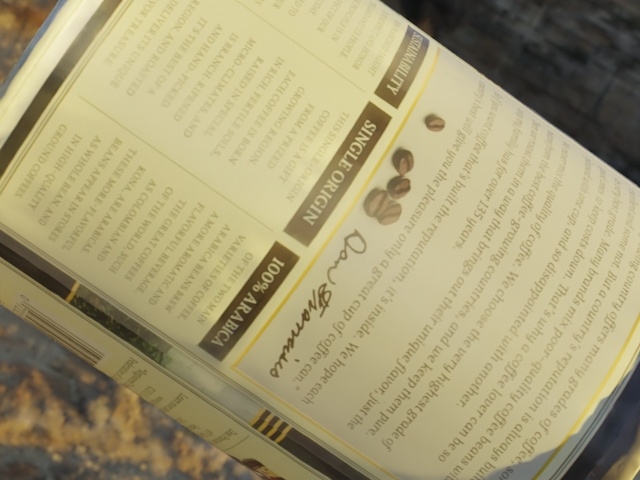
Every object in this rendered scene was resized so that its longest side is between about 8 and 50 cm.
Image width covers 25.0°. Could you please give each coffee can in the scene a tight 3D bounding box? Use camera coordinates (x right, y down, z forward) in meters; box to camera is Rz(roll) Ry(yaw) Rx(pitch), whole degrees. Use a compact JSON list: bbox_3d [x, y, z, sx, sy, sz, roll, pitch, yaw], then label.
[{"bbox_3d":[0.000,0.000,0.620,0.275,0.201,0.201,35,13,-7],"label":"coffee can"}]
